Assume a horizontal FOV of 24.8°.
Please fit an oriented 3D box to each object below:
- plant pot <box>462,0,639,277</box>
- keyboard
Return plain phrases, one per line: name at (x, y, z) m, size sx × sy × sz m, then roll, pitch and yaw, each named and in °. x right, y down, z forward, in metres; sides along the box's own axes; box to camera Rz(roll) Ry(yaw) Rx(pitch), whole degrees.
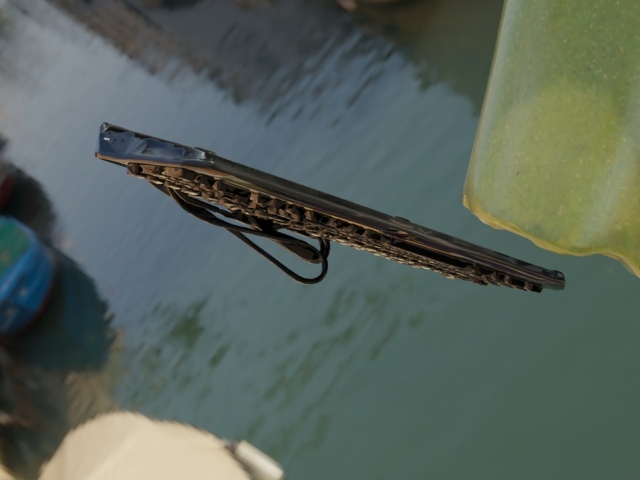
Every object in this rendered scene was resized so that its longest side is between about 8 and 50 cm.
plant pot at (0.218, -0.108, 0.961) m, size 0.276 × 0.276 × 0.254 m, roll -143°, pitch 72°, yaw -71°
keyboard at (0.000, 0.000, 0.571) m, size 0.100 × 0.192 × 0.038 m, roll 18°, pitch 89°, yaw 54°
